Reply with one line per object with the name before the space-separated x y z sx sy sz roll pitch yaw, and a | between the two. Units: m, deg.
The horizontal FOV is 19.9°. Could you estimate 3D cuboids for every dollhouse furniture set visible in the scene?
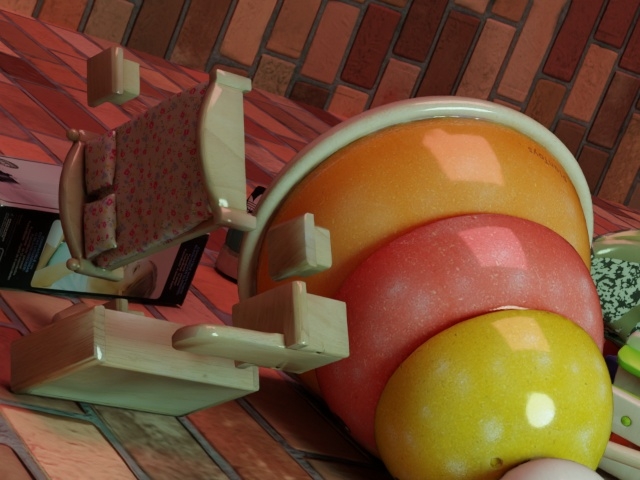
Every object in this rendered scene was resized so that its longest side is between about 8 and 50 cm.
dollhouse furniture set | -0.146 -0.049 1.517 0.174 0.355 0.303 14 -25 -42

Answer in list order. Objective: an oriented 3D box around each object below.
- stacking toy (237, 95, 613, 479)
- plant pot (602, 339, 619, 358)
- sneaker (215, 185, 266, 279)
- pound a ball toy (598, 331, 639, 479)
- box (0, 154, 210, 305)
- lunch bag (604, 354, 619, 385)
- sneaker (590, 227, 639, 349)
stacking toy | 0.135 0.126 1.585 0.350 0.350 0.480 17 29 -25
plant pot | 0.531 0.131 2.331 0.243 0.275 0.275 36 15 21
sneaker | 0.000 0.000 2.220 0.108 0.121 0.302 29 13 32
pound a ball toy | 0.353 0.230 1.866 0.319 0.136 0.208 27 37 25
box | -0.273 -0.016 1.843 0.169 0.087 0.290 31 14 39
lunch bag | 0.375 0.181 2.223 0.065 0.067 0.098 12 14 -43
sneaker | 0.417 0.142 2.050 0.410 0.158 0.182 40 27 -30
